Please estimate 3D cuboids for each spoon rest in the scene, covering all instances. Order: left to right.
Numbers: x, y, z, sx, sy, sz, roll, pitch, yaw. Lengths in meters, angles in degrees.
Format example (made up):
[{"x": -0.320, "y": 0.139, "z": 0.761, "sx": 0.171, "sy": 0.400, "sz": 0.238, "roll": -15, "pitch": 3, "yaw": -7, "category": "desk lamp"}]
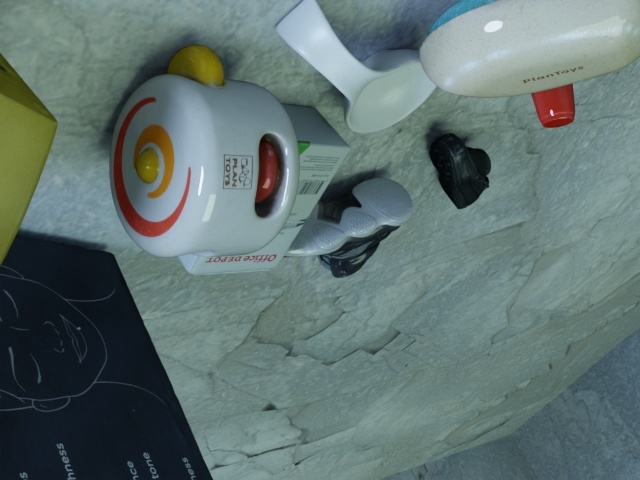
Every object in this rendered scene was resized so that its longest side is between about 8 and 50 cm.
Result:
[{"x": 0.055, "y": -0.192, "z": 1.147, "sx": 0.137, "sy": 0.084, "sz": 0.276, "roll": -39, "pitch": 152, "yaw": 19, "category": "spoon rest"}]

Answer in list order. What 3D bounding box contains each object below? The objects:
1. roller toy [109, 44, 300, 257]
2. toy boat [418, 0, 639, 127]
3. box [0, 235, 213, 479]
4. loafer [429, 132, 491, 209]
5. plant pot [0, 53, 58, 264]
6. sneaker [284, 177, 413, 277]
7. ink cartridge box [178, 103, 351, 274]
[{"x": -0.129, "y": -0.079, "z": 1.032, "sx": 0.146, "sy": 0.191, "sz": 0.209, "roll": -2, "pitch": 143, "yaw": -43, "category": "roller toy"}, {"x": 0.257, "y": -0.241, "z": 1.157, "sx": 0.267, "sy": 0.148, "sz": 0.318, "roll": -10, "pitch": 169, "yaw": 16, "category": "toy boat"}, {"x": -0.389, "y": 0.245, "z": 1.017, "sx": 0.297, "sy": 0.480, "sz": 0.472, "roll": -39, "pitch": 153, "yaw": 20, "category": "box"}, {"x": 0.217, "y": -0.114, "z": 1.475, "sx": 0.078, "sy": 0.076, "sz": 0.223, "roll": -36, "pitch": 159, "yaw": 1, "category": "loafer"}, {"x": -0.347, "y": -0.089, "z": 0.791, "sx": 0.187, "sy": 0.212, "sz": 0.212, "roll": -47, "pitch": 152, "yaw": 7, "category": "plant pot"}, {"x": 0.000, "y": 0.000, "z": 1.419, "sx": 0.269, "sy": 0.101, "sz": 0.153, "roll": -14, "pitch": 153, "yaw": -26, "category": "sneaker"}, {"x": -0.083, "y": -0.062, "z": 1.201, "sx": 0.153, "sy": 0.087, "sz": 0.208, "roll": -1, "pitch": 133, "yaw": -46, "category": "ink cartridge box"}]
